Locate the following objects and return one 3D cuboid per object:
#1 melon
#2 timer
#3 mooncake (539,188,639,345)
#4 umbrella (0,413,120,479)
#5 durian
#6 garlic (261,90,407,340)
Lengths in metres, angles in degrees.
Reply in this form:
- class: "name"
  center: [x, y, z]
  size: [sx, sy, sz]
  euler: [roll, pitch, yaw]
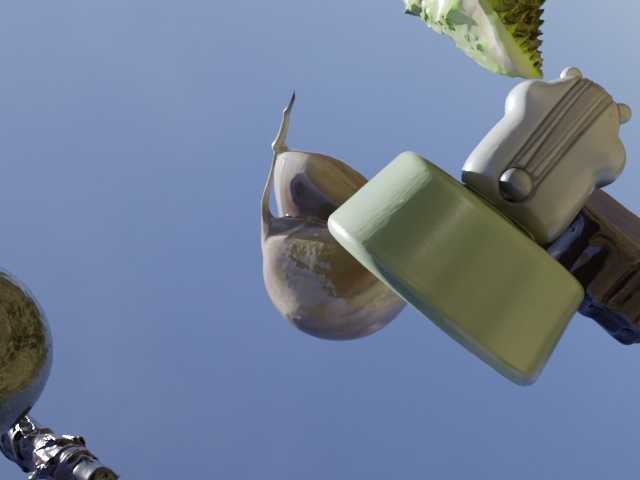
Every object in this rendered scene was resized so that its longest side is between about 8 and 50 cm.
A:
- class: "melon"
  center: [-0.459, 0.141, 1.471]
  size: [0.237, 0.302, 0.237]
  euler: [8, -107, -28]
- class: "timer"
  center: [0.212, -0.045, 1.321]
  size: [0.291, 0.315, 0.291]
  euler: [39, -178, -2]
- class: "mooncake"
  center: [0.357, 0.022, 1.569]
  size: [0.283, 0.141, 0.283]
  euler: [35, -166, -10]
- class: "umbrella"
  center: [-0.407, 0.334, 1.835]
  size: [0.094, 0.090, 0.326]
  euler: [27, 170, -42]
- class: "durian"
  center: [0.168, -0.327, 1.538]
  size: [0.158, 0.169, 0.352]
  euler: [1, -155, -29]
- class: "garlic"
  center: [0.000, 0.000, 1.748]
  size: [0.340, 0.246, 0.231]
  euler: [43, -120, 17]
